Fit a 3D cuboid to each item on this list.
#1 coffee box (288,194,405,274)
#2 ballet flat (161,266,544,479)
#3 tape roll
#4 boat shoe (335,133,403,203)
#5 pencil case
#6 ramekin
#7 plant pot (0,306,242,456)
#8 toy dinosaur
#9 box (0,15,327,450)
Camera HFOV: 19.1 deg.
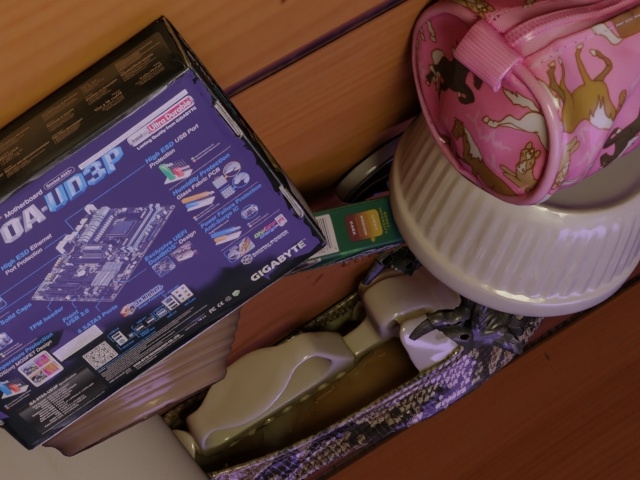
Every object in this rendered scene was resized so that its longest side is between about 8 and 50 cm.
[{"bbox_3d":[0.000,0.000,1.483,0.184,0.040,0.113,-14,177,-44],"label":"coffee box"},{"bbox_3d":[0.023,0.130,1.945,0.483,0.164,0.182,-32,147,0],"label":"ballet flat"},{"bbox_3d":[-0.213,0.216,1.465,0.246,0.169,0.246,-37,-179,0],"label":"tape roll"},{"bbox_3d":[0.079,-0.066,1.546,0.142,0.040,0.049,-33,168,-7],"label":"boat shoe"},{"bbox_3d":[0.247,-0.163,1.345,0.386,0.167,0.160,-29,-151,-22],"label":"pencil case"},{"bbox_3d":[0.163,-0.057,1.442,0.207,0.207,0.109,-27,156,-29],"label":"ramekin"},{"bbox_3d":[-0.137,0.068,1.250,0.237,0.109,0.237,-27,178,-1],"label":"plant pot"},{"bbox_3d":[0.139,-0.030,1.700,0.322,0.164,0.218,3,135,-24],"label":"toy dinosaur"},{"bbox_3d":[-0.128,0.003,1.067,0.220,0.051,0.175,-35,136,3],"label":"box"}]
